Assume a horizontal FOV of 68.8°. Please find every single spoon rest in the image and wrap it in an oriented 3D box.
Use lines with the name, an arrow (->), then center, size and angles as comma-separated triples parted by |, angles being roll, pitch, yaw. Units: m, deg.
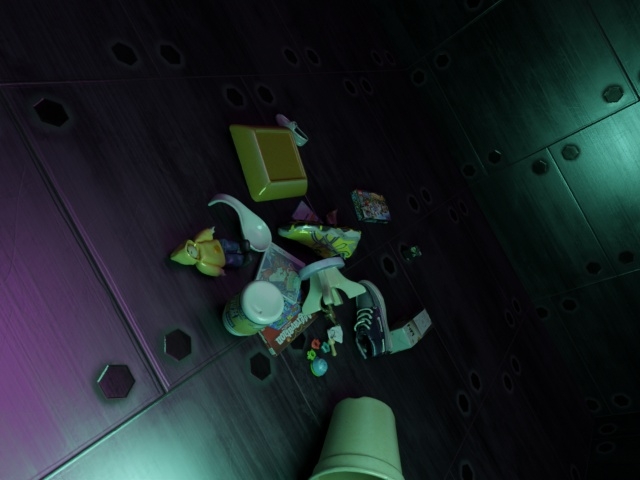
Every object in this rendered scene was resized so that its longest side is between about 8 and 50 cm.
spoon rest -> -0.283, -0.069, 1.722 | 0.276, 0.084, 0.137 | 44, 42, -20

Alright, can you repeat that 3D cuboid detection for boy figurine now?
boy figurine -> -0.366, 0.034, 1.565 | 0.285, 0.092, 0.177 | 7, 66, -49

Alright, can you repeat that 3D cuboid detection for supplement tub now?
supplement tub -> -0.222, 0.223, 1.504 | 0.145, 0.200, 0.144 | 17, 56, -27

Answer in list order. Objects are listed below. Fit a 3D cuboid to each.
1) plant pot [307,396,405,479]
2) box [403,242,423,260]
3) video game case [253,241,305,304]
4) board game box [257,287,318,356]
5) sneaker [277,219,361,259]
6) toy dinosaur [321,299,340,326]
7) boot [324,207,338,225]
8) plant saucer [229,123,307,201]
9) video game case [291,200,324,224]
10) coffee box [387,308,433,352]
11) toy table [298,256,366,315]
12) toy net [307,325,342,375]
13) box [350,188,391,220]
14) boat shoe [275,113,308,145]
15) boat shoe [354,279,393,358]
plant pot -> 0.133, 0.712, 1.565 | 0.334, 0.334, 0.305 | 44, 30, -21
box -> 0.496, 0.061, 2.498 | 0.052, 0.083, 0.062 | -35, 96, -50
video game case -> -0.150, 0.120, 1.778 | 0.184, 0.023, 0.201 | 34, 42, -21
board game box -> -0.124, 0.292, 1.727 | 0.145, 0.027, 0.281 | 59, 39, -5
sneaker -> 0.000, 0.000, 1.943 | 0.385, 0.145, 0.147 | 8, 100, -29
toy dinosaur -> 0.031, 0.276, 1.898 | 0.093, 0.053, 0.183 | 39, 26, -37
boot -> 0.062, -0.093, 2.154 | 0.118, 0.042, 0.086 | -37, 103, -50
plant saucer -> -0.190, -0.345, 1.962 | 0.333, 0.081, 0.332 | -15, 85, -50
video game case -> -0.050, -0.081, 2.039 | 0.166, 0.015, 0.119 | 46, 41, -18
coffee box -> 0.394, 0.414, 2.132 | 0.247, 0.141, 0.098 | -21, 84, -51
toy table -> 0.030, 0.167, 1.767 | 0.274, 0.252, 0.160 | 8, 59, -67
toy net -> 0.014, 0.404, 1.801 | 0.122, 0.045, 0.232 | 49, 39, -12
box -> 0.263, -0.174, 2.415 | 0.233, 0.044, 0.159 | 3, 66, -47
boat shoe -> -0.131, -0.521, 2.173 | 0.184, 0.063, 0.066 | 50, 40, -14
boat shoe -> 0.201, 0.334, 1.974 | 0.158, 0.127, 0.340 | -2, 70, -56
